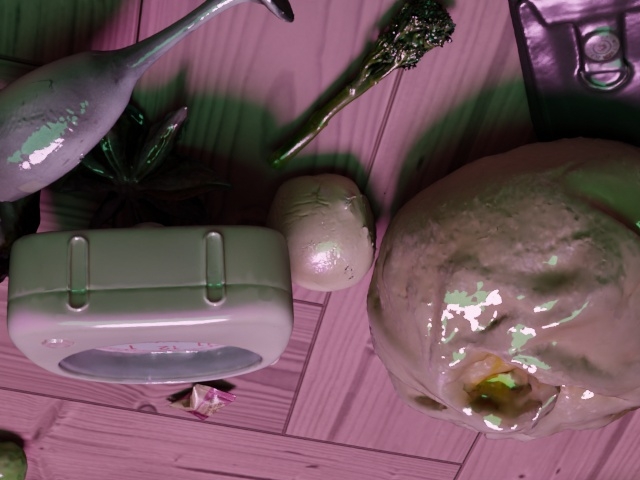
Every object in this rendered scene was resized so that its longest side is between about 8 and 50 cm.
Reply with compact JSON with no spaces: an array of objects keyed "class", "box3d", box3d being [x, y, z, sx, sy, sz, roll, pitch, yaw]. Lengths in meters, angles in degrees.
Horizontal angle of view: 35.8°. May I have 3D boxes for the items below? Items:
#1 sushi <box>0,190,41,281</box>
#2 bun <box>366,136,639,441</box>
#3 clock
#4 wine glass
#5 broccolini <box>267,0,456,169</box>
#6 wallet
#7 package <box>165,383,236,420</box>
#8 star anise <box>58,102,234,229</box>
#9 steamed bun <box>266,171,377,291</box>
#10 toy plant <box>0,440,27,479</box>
[{"class":"sushi","box3d":[-0.442,-0.047,0.938,0.343,0.196,0.182,24,121,-18]},{"class":"bun","box3d":[0.223,0.074,0.992,0.365,0.219,0.365,0,136,0]},{"class":"clock","box3d":[-0.167,0.078,1.027,0.265,0.109,0.324,-3,162,-6]},{"class":"wine glass","box3d":[-0.143,-0.077,0.827,0.309,0.264,0.096,-32,155,13]},{"class":"broccolini","box3d":[0.029,-0.142,0.931,0.239,0.054,0.051,-37,85,33]},{"class":"wallet","box3d":[0.265,-0.170,0.895,0.168,0.052,0.245,-10,133,15]},{"class":"package","box3d":[-0.153,0.206,1.256,0.059,0.029,0.083,25,139,-28]},{"class":"star anise","box3d":[-0.174,-0.070,0.990,0.180,0.061,0.204,-19,125,27]},{"class":"steamed bun","box3d":[0.000,0.000,1.025,0.112,0.091,0.130,-5,131,9]},{"class":"toy plant","box3d":[-0.574,0.419,1.326,0.356,0.210,0.317,3,91,-14]}]
